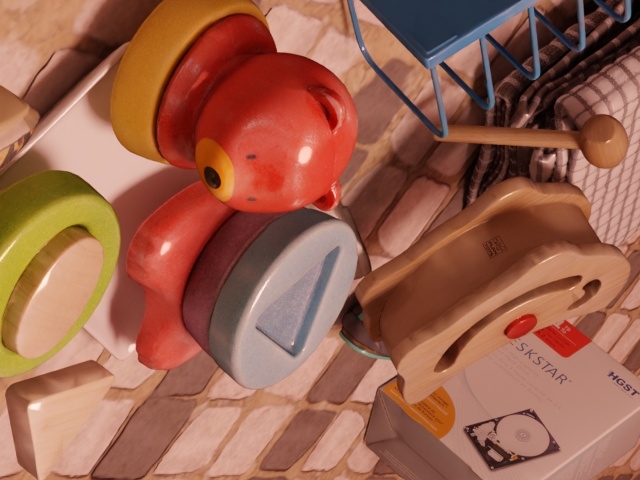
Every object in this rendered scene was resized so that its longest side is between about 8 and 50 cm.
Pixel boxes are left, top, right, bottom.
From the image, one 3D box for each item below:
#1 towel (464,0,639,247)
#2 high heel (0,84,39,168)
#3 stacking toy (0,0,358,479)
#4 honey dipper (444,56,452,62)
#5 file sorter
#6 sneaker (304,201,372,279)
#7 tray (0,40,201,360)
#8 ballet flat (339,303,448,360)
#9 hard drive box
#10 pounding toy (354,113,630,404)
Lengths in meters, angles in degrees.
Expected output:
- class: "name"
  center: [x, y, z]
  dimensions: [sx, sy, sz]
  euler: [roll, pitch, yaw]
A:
- class: "towel"
  center: [0.243, -0.099, 1.495]
  dimensions: [0.235, 0.121, 0.284]
  euler: [-36, 152, -21]
- class: "high heel"
  center: [-0.272, -0.014, 0.870]
  dimensions: [0.186, 0.093, 0.261]
  euler: [-49, 159, 27]
- class: "stacking toy"
  center: [-0.080, 0.030, 1.059]
  dimensions: [0.279, 0.130, 0.309]
  euler: [-46, 153, -23]
- class: "honey dipper"
  center: [0.089, -0.195, 1.226]
  dimensions: [0.030, 0.030, 0.161]
  euler: [-34, 148, -28]
- class: "file sorter"
  center: [0.114, -0.167, 1.159]
  dimensions: [0.170, 0.118, 0.104]
  euler: [-32, 145, -11]
- class: "sneaker"
  center: [0.000, 0.000, 1.334]
  dimensions: [0.061, 0.054, 0.152]
  euler: [-26, 158, 6]
- class: "tray"
  center: [-0.133, -0.023, 1.111]
  dimensions: [0.145, 0.030, 0.270]
  euler: [-45, 153, -7]
- class: "ballet flat"
  center: [0.087, 0.082, 1.546]
  dimensions: [0.074, 0.074, 0.203]
  euler: [-53, 151, 7]
- class: "hard drive box"
  center: [0.191, 0.179, 1.706]
  dimensions: [0.232, 0.181, 0.089]
  euler: [-29, 146, -36]
- class: "pounding toy"
  center: [0.141, -0.002, 1.366]
  dimensions: [0.269, 0.155, 0.154]
  euler: [-35, 153, 12]
